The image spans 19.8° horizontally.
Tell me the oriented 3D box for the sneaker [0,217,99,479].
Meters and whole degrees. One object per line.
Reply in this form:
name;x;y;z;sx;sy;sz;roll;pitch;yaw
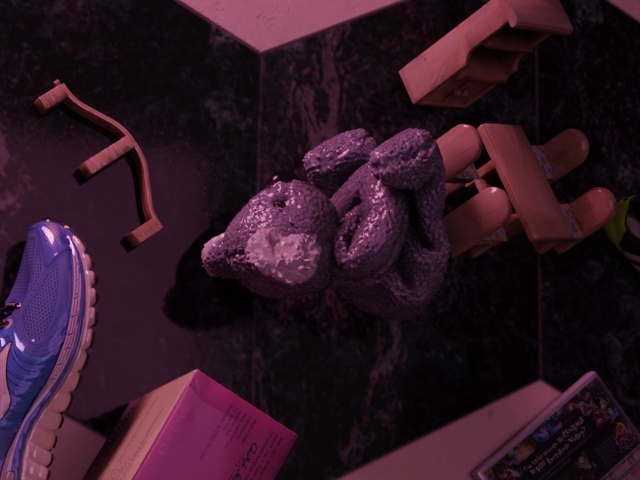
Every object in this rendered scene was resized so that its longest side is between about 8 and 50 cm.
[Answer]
sneaker;-0.311;0.128;1.755;0.147;0.130;0.330;20;73;-18

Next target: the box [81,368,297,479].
box;-0.155;0.255;1.724;0.117;0.243;0.213;34;68;-11

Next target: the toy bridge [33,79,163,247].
toy bridge;-0.219;-0.087;1.890;0.063;0.026;0.188;-35;92;-26

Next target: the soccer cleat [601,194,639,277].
soccer cleat;0.387;0.023;2.070;0.179;0.072;0.060;47;67;-6

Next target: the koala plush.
koala plush;0.000;0.000;1.871;0.221;0.196;0.203;-12;97;-26

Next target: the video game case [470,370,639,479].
video game case;0.281;0.267;2.008;0.190;0.022;0.173;-37;94;-22

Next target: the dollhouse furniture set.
dollhouse furniture set;0.213;-0.117;1.943;0.212;0.161;0.242;-1;62;-50
